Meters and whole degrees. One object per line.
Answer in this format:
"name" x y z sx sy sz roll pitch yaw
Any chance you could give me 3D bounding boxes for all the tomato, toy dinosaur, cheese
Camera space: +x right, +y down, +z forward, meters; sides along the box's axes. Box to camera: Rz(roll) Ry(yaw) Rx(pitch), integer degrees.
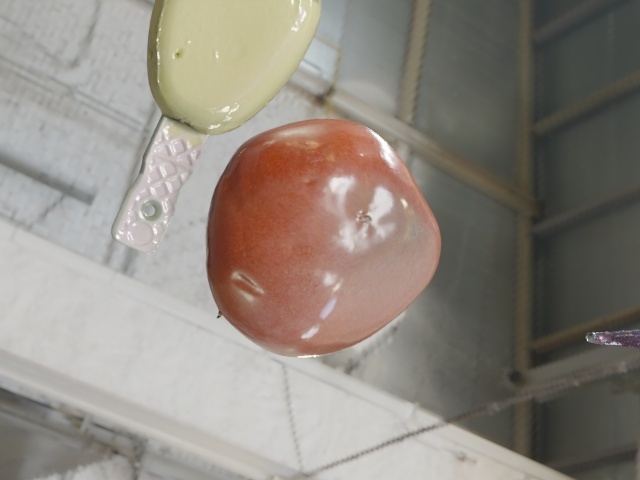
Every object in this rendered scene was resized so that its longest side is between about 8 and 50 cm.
"tomato" 0.000 0.000 1.778 0.272 0.341 0.341 -1 -114 54
"toy dinosaur" 0.277 0.078 0.921 0.080 0.197 0.045 -166 -95 -75
"cheese" -0.100 -0.111 1.000 0.255 0.127 0.050 -64 -174 -4
